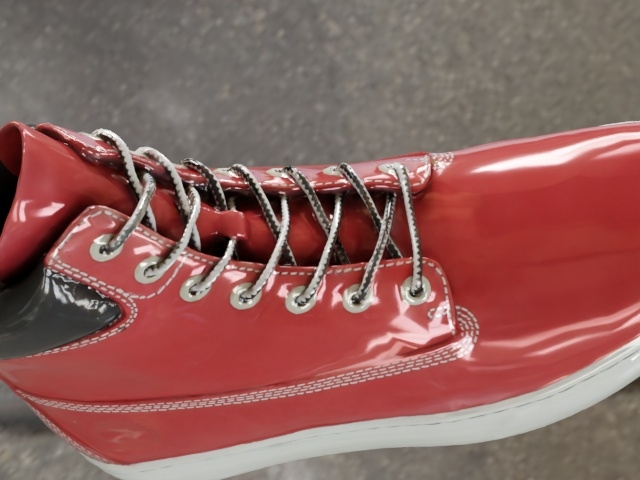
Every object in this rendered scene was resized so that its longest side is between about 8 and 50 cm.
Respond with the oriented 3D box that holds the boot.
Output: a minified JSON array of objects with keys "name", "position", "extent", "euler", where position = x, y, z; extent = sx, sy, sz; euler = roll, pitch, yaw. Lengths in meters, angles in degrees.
[{"name":"boot","position":[0.000,0.000,0.574],"extent":[0.176,0.244,0.088],"euler":[48,28,-58]}]
